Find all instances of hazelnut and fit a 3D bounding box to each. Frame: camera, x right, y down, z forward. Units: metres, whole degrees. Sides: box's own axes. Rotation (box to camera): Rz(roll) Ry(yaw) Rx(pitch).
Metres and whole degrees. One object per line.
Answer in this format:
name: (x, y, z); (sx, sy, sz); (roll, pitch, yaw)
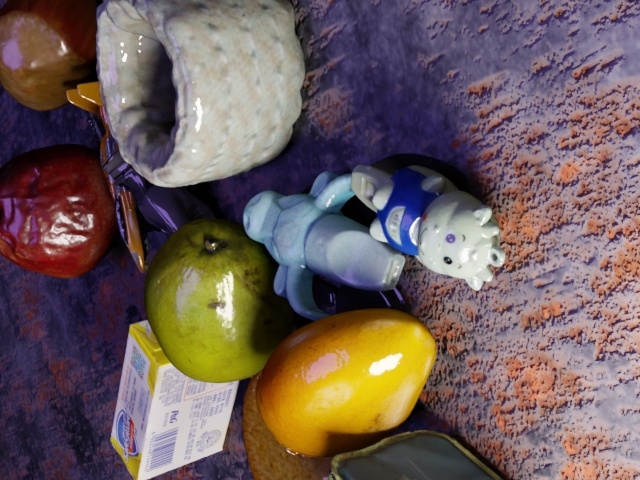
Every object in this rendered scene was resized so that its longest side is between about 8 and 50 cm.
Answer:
hazelnut: (-0.450, -0.324, 2.002); (0.210, 0.186, 0.210); (25, 122, 49)

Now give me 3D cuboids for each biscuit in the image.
biscuit: (-0.016, 0.307, 1.741); (0.305, 0.038, 0.305); (26, 123, 47)

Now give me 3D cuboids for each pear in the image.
pear: (-0.136, 0.079, 1.678); (0.212, 0.212, 0.269); (53, 164, 30)

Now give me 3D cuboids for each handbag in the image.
handbag: (0.117, 0.382, 1.417); (0.263, 0.222, 0.241); (40, 128, 40)

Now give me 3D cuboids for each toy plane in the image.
toy plane: (-0.298, -0.109, 1.952); (0.204, 0.103, 0.316); (-9, 101, 58)

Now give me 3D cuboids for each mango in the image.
mango: (0.034, 0.161, 1.468); (0.257, 0.187, 0.138); (120, 169, -50)

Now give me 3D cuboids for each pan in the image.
pan: (0.036, 0.089, 1.592); (0.235, 0.028, 0.136); (23, 121, 50)

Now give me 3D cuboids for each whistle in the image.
whistle: (0.113, -0.026, 1.364); (0.244, 0.092, 0.110); (33, 130, 42)
whistle: (0.000, 0.000, 1.540); (0.274, 0.093, 0.186); (23, 92, 47)

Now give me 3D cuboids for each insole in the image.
insole: (0.071, -0.040, 1.513); (0.348, 0.009, 0.118); (-9, 93, 56)

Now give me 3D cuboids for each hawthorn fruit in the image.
hawthorn fruit: (-0.478, -0.047, 2.090); (0.210, 0.266, 0.230); (-139, 47, -66)

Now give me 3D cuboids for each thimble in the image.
thimble: (-0.167, -0.225, 1.624); (0.291, 0.195, 0.291); (25, 122, 48)

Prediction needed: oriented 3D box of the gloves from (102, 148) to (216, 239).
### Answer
gloves: (-0.221, -0.031, 1.837); (0.285, 0.119, 0.142); (64, 164, 2)

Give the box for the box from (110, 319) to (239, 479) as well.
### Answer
box: (-0.218, 0.231, 1.895); (0.097, 0.168, 0.265); (47, 138, 33)
